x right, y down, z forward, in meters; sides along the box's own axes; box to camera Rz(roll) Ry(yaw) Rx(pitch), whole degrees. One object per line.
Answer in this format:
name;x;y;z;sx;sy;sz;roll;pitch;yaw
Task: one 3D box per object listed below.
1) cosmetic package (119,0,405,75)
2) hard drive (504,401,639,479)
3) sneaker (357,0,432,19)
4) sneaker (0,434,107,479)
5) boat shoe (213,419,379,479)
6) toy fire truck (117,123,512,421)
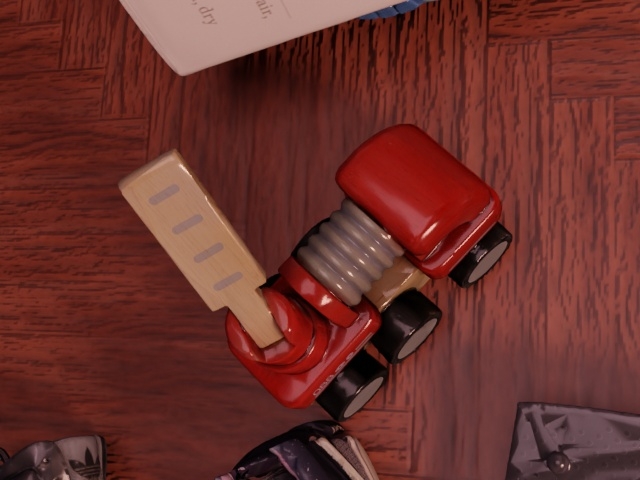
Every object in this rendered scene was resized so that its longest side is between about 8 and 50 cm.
cosmetic package;-0.002;-0.384;0.646;0.394;0.327;0.329;-17;57;13
hard drive;0.247;0.207;0.616;0.255;0.054;0.172;9;89;21
sneaker;0.073;-0.237;0.776;0.188;0.067;0.078;-7;56;17
sneaker;-0.170;0.231;0.722;0.269;0.101;0.153;2;82;20
boat shoe;0.028;0.283;0.623;0.127;0.158;0.340;-32;71;8
toy fire truck;0.000;0.000;0.643;0.158;0.246;0.217;44;93;19
